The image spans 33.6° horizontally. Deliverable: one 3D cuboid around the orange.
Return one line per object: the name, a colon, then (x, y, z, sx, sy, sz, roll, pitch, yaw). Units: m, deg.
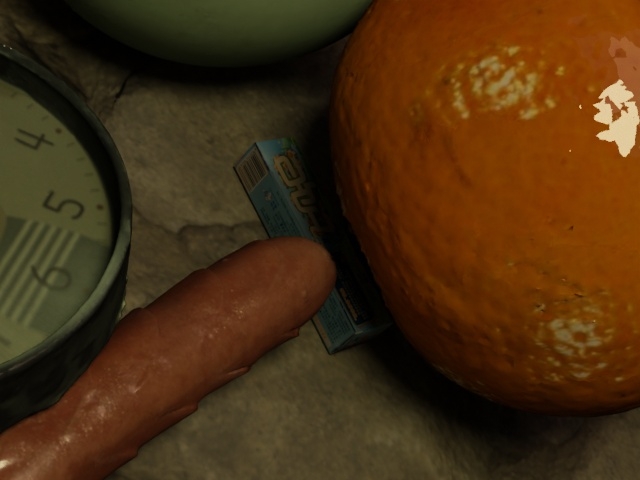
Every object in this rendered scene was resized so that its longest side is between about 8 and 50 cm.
orange: (0.177, -0.059, 0.878, 0.424, 0.326, 0.423, -13, 90, -82)

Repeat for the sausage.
sausage: (-0.122, 0.096, 0.728, 0.088, 0.088, 0.433, 51, 46, 4)

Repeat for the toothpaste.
toothpaste: (0.000, 0.000, 0.929, 0.070, 0.044, 0.193, -13, 69, -42)

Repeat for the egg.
egg: (-0.072, -0.289, 0.913, 0.389, 0.276, 0.276, -19, 73, -45)

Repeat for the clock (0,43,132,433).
clock: (-0.275, -0.017, 0.657, 0.325, 0.067, 0.325, 13, 47, -14)
